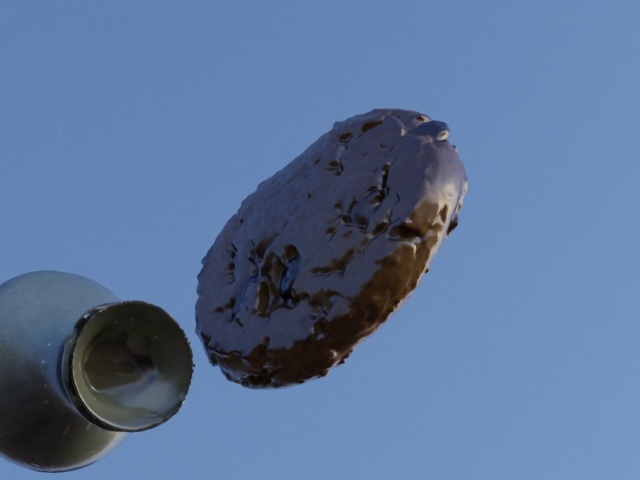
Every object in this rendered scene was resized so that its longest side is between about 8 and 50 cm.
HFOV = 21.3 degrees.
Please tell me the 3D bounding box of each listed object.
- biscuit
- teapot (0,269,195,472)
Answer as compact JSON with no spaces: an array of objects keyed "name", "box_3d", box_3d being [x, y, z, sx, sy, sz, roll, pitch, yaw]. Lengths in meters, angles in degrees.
[{"name":"biscuit","box_3d":[-0.002,-0.001,1.480,0.296,0.296,0.075,-39,-59,21]},{"name":"teapot","box_3d":[-0.207,0.111,1.465,0.184,0.183,0.251,22,-14,-23]}]
